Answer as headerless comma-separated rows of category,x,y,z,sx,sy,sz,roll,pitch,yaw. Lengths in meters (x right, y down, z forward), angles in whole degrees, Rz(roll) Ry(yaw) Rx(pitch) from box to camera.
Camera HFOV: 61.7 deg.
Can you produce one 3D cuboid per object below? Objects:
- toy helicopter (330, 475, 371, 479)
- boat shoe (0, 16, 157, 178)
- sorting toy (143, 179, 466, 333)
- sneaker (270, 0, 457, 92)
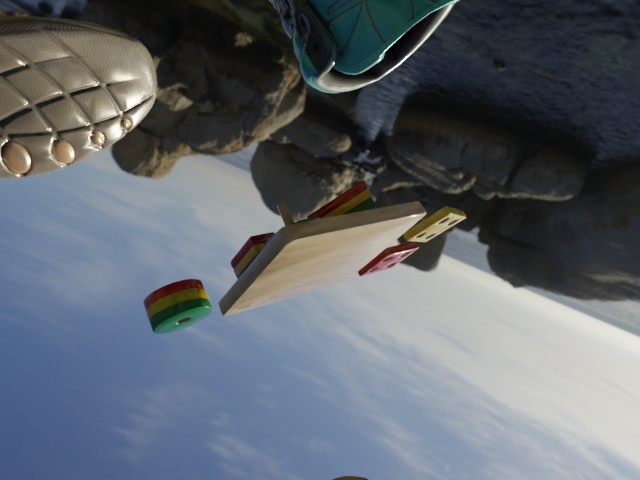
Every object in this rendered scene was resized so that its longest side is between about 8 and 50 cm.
toy helicopter,0.118,0.303,0.389,0.235,0.140,0.355,-18,-147,-27
boat shoe,-0.282,-0.109,0.376,0.324,0.123,0.116,-20,-128,-32
sorting toy,0.000,0.000,0.437,0.275,0.132,0.046,-12,-111,-36
sneaker,-0.001,-0.185,0.295,0.178,0.124,0.295,55,-175,24
